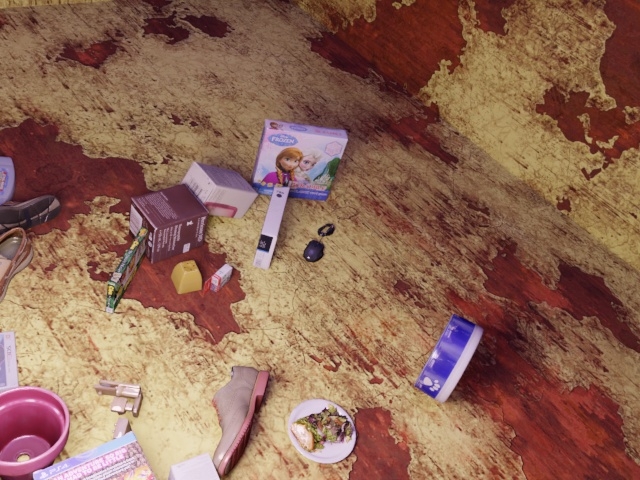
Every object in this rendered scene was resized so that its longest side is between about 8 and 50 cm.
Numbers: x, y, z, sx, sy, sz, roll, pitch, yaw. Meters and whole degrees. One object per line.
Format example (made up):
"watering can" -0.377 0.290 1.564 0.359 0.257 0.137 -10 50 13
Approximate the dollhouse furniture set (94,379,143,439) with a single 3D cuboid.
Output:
"dollhouse furniture set" -0.538 0.442 1.582 0.123 0.144 0.151 10 57 -5

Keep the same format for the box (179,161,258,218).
"box" -0.369 -0.177 2.237 0.148 0.127 0.232 46 20 28

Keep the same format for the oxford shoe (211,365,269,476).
"oxford shoe" -0.241 0.477 1.670 0.130 0.123 0.348 18 31 2

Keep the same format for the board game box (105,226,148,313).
"board game box" -0.599 0.090 1.921 0.030 0.136 0.259 20 42 -6

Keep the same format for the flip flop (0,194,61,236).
"flip flop" -0.978 -0.086 1.992 0.080 0.112 0.277 26 37 34

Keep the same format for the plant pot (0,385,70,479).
"plant pot" -0.690 0.471 1.442 0.201 0.180 0.201 11 42 -10

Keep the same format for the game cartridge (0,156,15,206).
"game cartridge" -1.131 -0.184 2.068 0.198 0.062 0.297 -1 45 -16

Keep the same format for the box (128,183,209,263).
"box" -0.514 -0.060 2.088 0.203 0.168 0.167 -22 55 -37

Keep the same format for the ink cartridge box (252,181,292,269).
"ink cartridge box" -0.171 -0.068 2.235 0.065 0.165 0.332 16 41 -3

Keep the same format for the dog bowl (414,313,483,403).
"dog bowl" 0.397 0.364 1.921 0.104 0.265 0.265 29 42 13

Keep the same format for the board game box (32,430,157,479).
"board game box" -0.477 0.624 1.390 0.232 0.141 0.291 -16 53 -34

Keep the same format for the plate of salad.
"plate of salad" 0.007 0.531 1.753 0.200 0.048 0.200 11 41 -10

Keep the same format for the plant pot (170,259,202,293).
"plant pot" -0.430 0.110 2.004 0.081 0.083 0.081 -11 50 -30

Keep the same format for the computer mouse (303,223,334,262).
"computer mouse" 0.000 0.000 2.324 0.071 0.041 0.242 24 41 6

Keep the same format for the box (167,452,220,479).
"box" -0.311 0.594 1.518 0.102 0.101 0.087 -10 50 -30

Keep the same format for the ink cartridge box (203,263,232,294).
"ink cartridge box" -0.336 0.133 2.031 0.029 0.063 0.115 29 42 13

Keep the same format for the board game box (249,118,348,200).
"board game box" -0.090 -0.304 2.405 0.319 0.318 0.066 4 44 -17

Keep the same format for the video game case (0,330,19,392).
"video game case" -0.909 0.328 1.627 0.201 0.023 0.183 -5 47 -26

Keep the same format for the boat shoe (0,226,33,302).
"boat shoe" -0.955 0.081 1.800 0.122 0.120 0.324 16 41 -4
